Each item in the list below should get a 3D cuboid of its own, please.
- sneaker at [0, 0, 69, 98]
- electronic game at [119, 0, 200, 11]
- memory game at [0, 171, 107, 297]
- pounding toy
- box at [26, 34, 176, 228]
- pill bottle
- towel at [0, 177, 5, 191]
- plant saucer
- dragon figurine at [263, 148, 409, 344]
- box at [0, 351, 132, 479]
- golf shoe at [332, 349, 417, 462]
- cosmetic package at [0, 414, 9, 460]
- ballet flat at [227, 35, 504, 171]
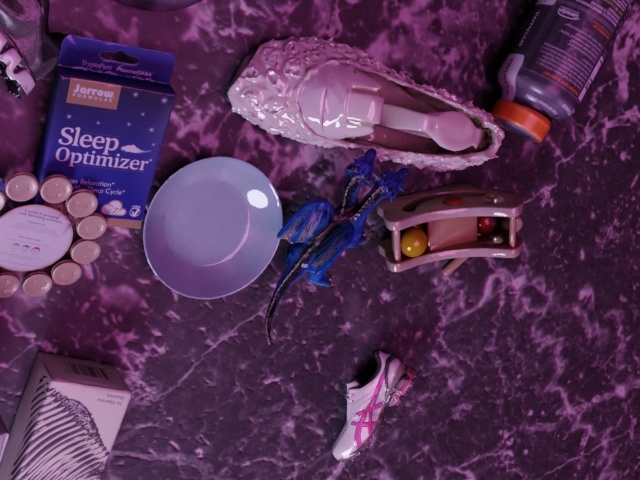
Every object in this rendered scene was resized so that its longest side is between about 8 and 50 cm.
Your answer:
[{"bbox_3d":[-0.349,-0.274,0.932,0.106,0.078,0.234,-39,125,-16],"label":"sneaker"},{"bbox_3d":[-0.182,-0.379,1.002,0.229,0.048,0.229,-15,121,-26],"label":"electronic game"},{"bbox_3d":[-0.344,-0.004,1.027,0.186,0.012,0.186,-17,135,-18],"label":"memory game"},{"bbox_3d":[0.212,0.008,1.293,0.270,0.154,0.154,-14,113,-24],"label":"pounding toy"},{"bbox_3d":[-0.255,-0.120,1.025,0.136,0.036,0.225,4,119,-30],"label":"box"},{"bbox_3d":[0.345,-0.269,1.287,0.130,0.130,0.245,28,92,-33],"label":"pill bottle"},{"bbox_3d":[-0.519,-0.108,0.898,0.243,0.040,0.336,-42,122,-17],"label":"towel"},{"bbox_3d":[-0.144,-0.019,1.153,0.195,0.037,0.194,-9,110,-26],"label":"plant saucer"},{"bbox_3d":[0.000,0.000,1.168,0.289,0.085,0.144,-45,166,-10],"label":"dragon figurine"},{"bbox_3d":[-0.344,0.289,1.112,0.113,0.094,0.275,16,98,-32],"label":"box"},{"bbox_3d":[0.066,0.256,1.359,0.086,0.067,0.186,34,90,-5],"label":"golf shoe"},{"bbox_3d":[-0.495,0.230,0.990,0.238,0.127,0.107,13,100,-34],"label":"cosmetic package"},{"bbox_3d":[0.083,-0.178,1.172,0.409,0.147,0.147,8,102,-30],"label":"ballet flat"}]
